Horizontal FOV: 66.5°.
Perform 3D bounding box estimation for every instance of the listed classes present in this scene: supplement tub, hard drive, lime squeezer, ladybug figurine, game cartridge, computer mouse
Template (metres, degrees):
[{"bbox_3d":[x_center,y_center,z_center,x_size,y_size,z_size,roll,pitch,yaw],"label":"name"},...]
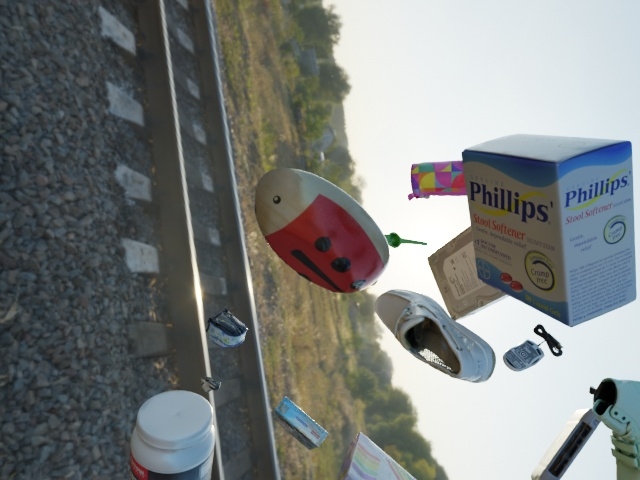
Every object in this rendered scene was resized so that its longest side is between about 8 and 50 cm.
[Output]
[{"bbox_3d":[-0.351,0.519,1.156,0.191,0.190,0.273,-93,-168,-70],"label":"supplement tub"},{"bbox_3d":[0.478,0.085,1.495,0.339,0.064,0.237,-48,-125,55],"label":"hard drive"},{"bbox_3d":[0.221,0.012,1.671,0.110,0.309,0.059,85,1,-58],"label":"lime squeezer"},{"bbox_3d":[0.000,0.000,1.305,0.449,0.305,0.162,40,54,-22],"label":"ladybug figurine"},{"bbox_3d":[0.776,0.662,1.553,0.062,0.297,0.198,37,-7,21],"label":"game cartridge"},{"bbox_3d":[0.584,0.313,1.369,0.106,0.192,0.042,53,-26,35],"label":"computer mouse"}]

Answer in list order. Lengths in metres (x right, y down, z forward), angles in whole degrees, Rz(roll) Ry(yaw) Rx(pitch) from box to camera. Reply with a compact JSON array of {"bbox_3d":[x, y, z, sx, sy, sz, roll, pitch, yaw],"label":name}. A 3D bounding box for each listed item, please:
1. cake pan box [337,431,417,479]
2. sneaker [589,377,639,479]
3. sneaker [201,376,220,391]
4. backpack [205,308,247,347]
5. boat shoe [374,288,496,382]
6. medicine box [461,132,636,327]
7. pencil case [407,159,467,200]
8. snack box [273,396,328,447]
[{"bbox_3d":[0.168,0.634,1.216,0.266,0.070,0.245,39,11,10],"label":"cake pan box"},{"bbox_3d":[0.622,0.415,1.024,0.094,0.150,0.256,152,-47,-71],"label":"sneaker"},{"bbox_3d":[-0.372,0.495,1.658,0.109,0.040,0.044,0,-93,53],"label":"sneaker"},{"bbox_3d":[-0.300,0.294,1.581,0.105,0.114,0.084,-28,142,-57],"label":"backpack"},{"bbox_3d":[0.179,0.158,0.878,0.277,0.096,0.098,28,-74,52],"label":"boat shoe"},{"bbox_3d":[0.408,-0.037,0.897,0.263,0.148,0.290,-141,-146,-68],"label":"medicine box"},{"bbox_3d":[0.345,-0.154,1.260,0.104,0.236,0.105,-4,90,-73],"label":"pencil case"},{"bbox_3d":[-0.079,0.656,1.735,0.187,0.060,0.322,37,-24,11],"label":"snack box"}]
